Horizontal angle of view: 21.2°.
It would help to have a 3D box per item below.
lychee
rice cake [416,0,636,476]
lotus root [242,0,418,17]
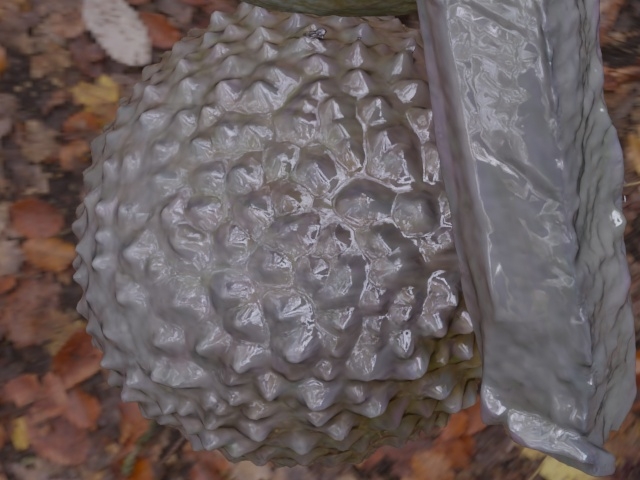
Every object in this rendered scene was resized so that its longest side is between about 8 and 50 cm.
[{"bbox_3d":[0.000,0.000,1.340,0.432,0.380,0.380,2,97,54],"label":"lychee"},{"bbox_3d":[0.055,-0.054,0.495,0.055,0.049,0.269,2,116,33],"label":"rice cake"},{"bbox_3d":[0.065,-0.167,0.590,0.350,0.175,0.175,-6,93,3],"label":"lotus root"}]
